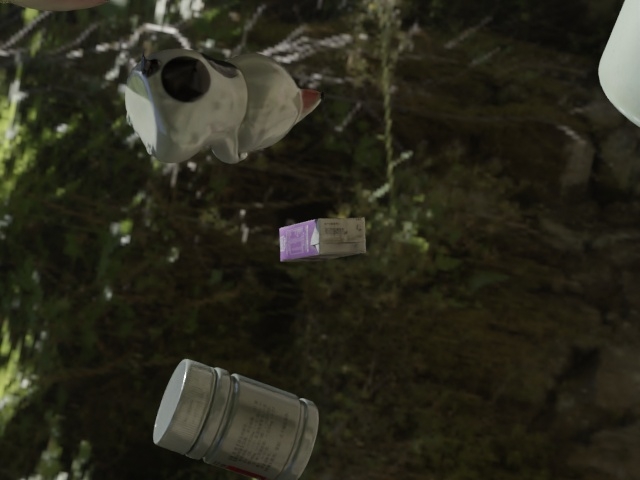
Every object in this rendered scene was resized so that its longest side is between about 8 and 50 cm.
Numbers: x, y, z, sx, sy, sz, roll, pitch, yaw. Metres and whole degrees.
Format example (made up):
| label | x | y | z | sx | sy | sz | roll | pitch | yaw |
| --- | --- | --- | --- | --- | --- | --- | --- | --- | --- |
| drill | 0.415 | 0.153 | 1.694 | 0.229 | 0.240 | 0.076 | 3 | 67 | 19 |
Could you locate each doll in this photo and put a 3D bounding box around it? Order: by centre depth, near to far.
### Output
| label | x | y | z | sx | sy | sz | roll | pitch | yaw |
| --- | --- | --- | --- | --- | --- | --- | --- | --- | --- |
| doll | -0.103 | -0.133 | 1.067 | 0.110 | 0.180 | 0.107 | 49 | 129 | 40 |

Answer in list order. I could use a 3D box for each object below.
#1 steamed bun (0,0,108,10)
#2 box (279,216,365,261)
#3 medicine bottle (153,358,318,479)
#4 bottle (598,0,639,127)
| label | x | y | z | sx | sy | sz | roll | pitch | yaw |
| --- | --- | --- | --- | --- | --- | --- | --- | --- | --- |
| steamed bun | -0.250 | -0.370 | 1.107 | 0.309 | 0.309 | 0.309 | -169 | 90 | -90 |
| box | 0.000 | 0.000 | 1.048 | 0.117 | 0.050 | 0.036 | 169 | 99 | -70 |
| medicine bottle | -0.053 | 0.115 | 0.684 | 0.058 | 0.091 | 0.058 | -158 | 90 | -76 |
| bottle | 0.203 | -0.156 | 0.441 | 0.104 | 0.104 | 0.245 | -79 | 3 | -54 |
